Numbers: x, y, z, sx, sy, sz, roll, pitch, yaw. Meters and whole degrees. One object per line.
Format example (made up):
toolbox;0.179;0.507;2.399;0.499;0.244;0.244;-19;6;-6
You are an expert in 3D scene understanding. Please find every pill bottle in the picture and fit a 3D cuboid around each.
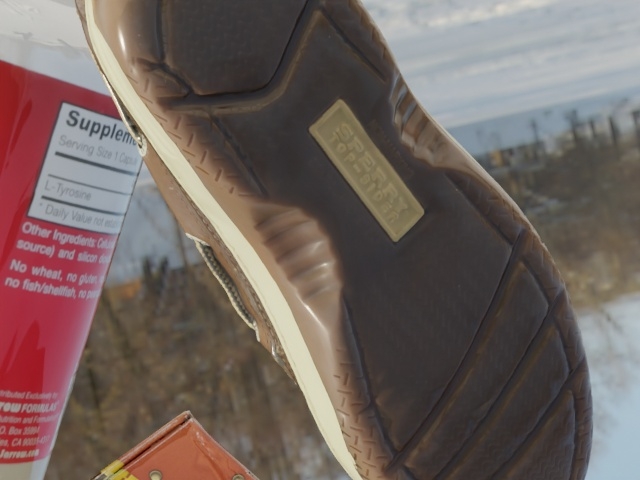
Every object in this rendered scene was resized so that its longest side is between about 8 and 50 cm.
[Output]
pill bottle;-0.232;-0.043;0.936;0.229;0.408;0.229;17;-178;-1

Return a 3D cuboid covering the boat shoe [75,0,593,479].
boat shoe;0.006;-0.005;0.489;0.095;0.257;0.095;-37;-151;-15

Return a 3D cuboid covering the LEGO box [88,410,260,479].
LEGO box;-0.127;0.379;0.766;0.500;0.372;0.193;-34;153;-38
